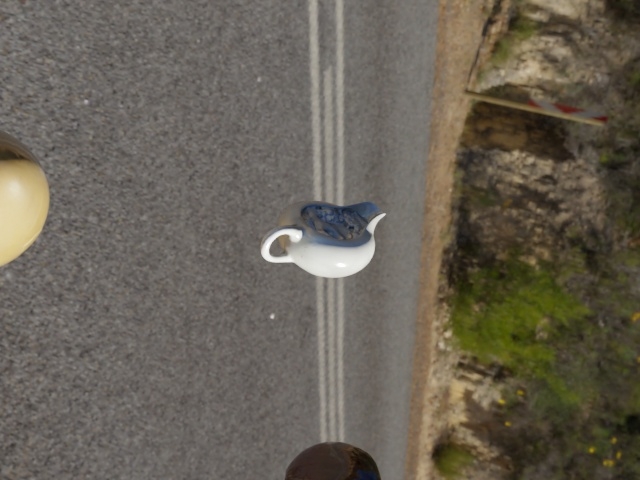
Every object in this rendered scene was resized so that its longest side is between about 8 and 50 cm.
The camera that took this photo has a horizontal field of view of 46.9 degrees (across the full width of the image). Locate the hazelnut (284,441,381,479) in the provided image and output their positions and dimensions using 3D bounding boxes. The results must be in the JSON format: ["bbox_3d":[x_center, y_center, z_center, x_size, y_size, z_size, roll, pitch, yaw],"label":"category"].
[{"bbox_3d":[0.027,0.502,1.436,0.229,0.229,0.230,16,90,-72],"label":"hazelnut"}]

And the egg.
[{"bbox_3d":[-0.461,-0.058,0.966,0.201,0.244,0.201,6,78,-33],"label":"egg"}]

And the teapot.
[{"bbox_3d":[0.000,0.000,1.064,0.226,0.145,0.092,-13,132,-45],"label":"teapot"}]
